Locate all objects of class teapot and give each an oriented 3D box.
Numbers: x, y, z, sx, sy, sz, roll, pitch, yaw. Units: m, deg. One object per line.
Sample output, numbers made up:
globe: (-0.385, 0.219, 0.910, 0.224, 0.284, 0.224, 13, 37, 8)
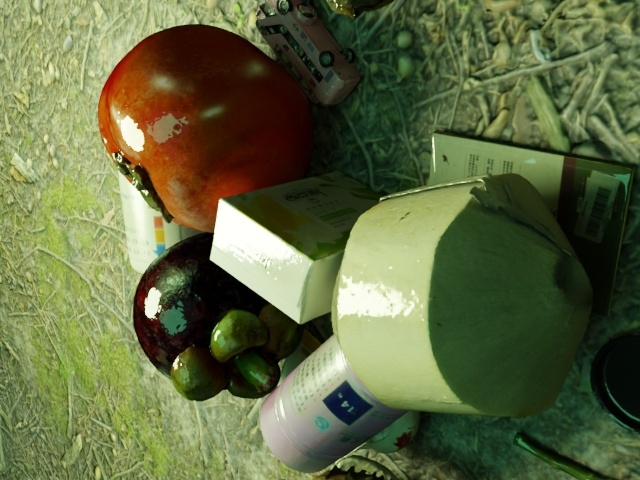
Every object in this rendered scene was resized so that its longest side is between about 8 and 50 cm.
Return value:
teapot: (0.101, 0.264, 1.249, 0.145, 0.092, 0.226, 42, 128, 22)

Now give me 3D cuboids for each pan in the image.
pan: (0.423, 0.229, 0.969, 0.136, 0.028, 0.235, -22, 85, 46)

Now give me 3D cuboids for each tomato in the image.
tomato: (-0.174, -0.168, 1.206, 0.293, 0.289, 0.325, 36, 159, 39)

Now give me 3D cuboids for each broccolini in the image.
broccolini: (0.367, 0.321, 1.050, 0.239, 0.051, 0.054, 25, 137, 43)

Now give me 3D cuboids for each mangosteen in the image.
mangosteen: (-0.162, 0.135, 1.320, 0.300, 0.300, 0.301, 16, 115, 40)

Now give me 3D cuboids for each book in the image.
book: (0.263, -0.029, 1.036, 0.289, 0.026, 0.202, 19, 117, 38)

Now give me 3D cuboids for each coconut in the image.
coconut: (0.174, 0.071, 0.937, 0.322, 0.323, 0.323, 16, 115, 40)

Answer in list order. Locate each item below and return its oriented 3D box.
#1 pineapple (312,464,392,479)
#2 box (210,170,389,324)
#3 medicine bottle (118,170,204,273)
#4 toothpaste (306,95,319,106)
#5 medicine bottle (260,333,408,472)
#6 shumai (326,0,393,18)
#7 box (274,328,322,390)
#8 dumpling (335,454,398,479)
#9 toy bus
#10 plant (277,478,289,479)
pineapple: (0.147, 0.437, 1.136, 0.364, 0.165, 0.166, 6, 109, 23)
box: (0.000, 0.000, 1.136, 0.194, 0.260, 0.111, 32, 125, 32)
medicine bottle: (-0.287, -0.092, 1.446, 0.170, 0.170, 0.293, 12, 113, 41)
toothpaste: (-0.030, -0.246, 1.257, 0.083, 0.015, 0.024, 36, 134, 24)
medicine bottle: (0.033, 0.227, 1.144, 0.152, 0.152, 0.254, 55, 130, 15)
shumai: (0.038, -0.418, 1.058, 0.218, 0.183, 0.185, 66, 172, -12)
box: (-0.021, 0.276, 1.413, 0.129, 0.033, 0.247, 40, 128, 28)
dumpling: (0.081, 0.448, 1.318, 0.118, 0.136, 0.199, -100, 8, -63)
toy bus: (-0.022, -0.301, 1.196, 0.203, 0.063, 0.090, 56, 134, 14)
plant: (-0.027, 0.528, 1.438, 0.194, 0.129, 0.132, 9, 112, 46)
